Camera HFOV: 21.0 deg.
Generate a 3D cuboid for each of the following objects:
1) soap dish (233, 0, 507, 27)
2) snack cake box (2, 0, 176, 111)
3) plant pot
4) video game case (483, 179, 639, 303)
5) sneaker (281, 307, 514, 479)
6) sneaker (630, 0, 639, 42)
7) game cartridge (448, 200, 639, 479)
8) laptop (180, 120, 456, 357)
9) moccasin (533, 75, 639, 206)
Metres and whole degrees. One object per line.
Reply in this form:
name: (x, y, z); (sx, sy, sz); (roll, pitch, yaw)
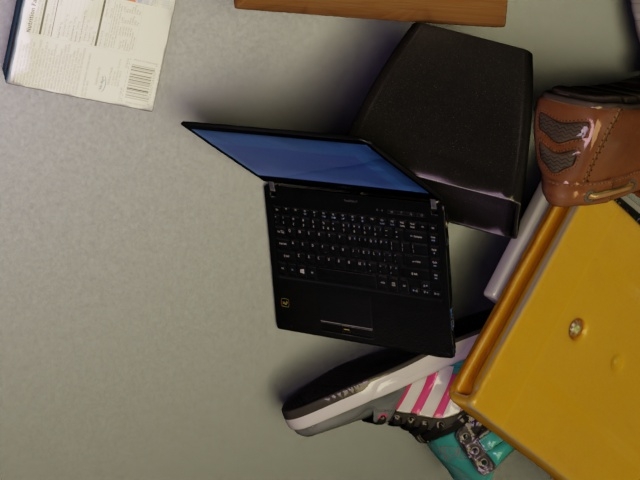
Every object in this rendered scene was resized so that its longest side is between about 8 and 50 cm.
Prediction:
soap dish: (0.061, -0.340, 1.738); (0.291, 0.118, 0.229); (2, 88, -15)
snack cake box: (-0.218, -0.275, 1.725); (0.152, 0.089, 0.264); (11, 101, -15)
plant pot: (0.138, -0.119, 1.794); (0.188, 0.187, 0.167); (16, 81, 9)
video game case: (0.282, 0.019, 1.925); (0.173, 0.022, 0.190); (35, 77, -33)
sneaker: (0.117, 0.204, 1.928); (0.296, 0.124, 0.178); (-20, 99, -10)
sneaker: (0.462, -0.279, 1.901); (0.262, 0.099, 0.121); (-24, 105, -9)
game cartridge: (0.313, 0.132, 1.924); (0.324, 0.053, 0.285); (40, 75, -35)
laptop: (0.000, 0.000, 1.763); (0.136, 0.234, 0.264); (-24, 115, -49)
moccasin: (0.361, -0.094, 1.835); (0.380, 0.139, 0.147); (-13, 113, -52)
